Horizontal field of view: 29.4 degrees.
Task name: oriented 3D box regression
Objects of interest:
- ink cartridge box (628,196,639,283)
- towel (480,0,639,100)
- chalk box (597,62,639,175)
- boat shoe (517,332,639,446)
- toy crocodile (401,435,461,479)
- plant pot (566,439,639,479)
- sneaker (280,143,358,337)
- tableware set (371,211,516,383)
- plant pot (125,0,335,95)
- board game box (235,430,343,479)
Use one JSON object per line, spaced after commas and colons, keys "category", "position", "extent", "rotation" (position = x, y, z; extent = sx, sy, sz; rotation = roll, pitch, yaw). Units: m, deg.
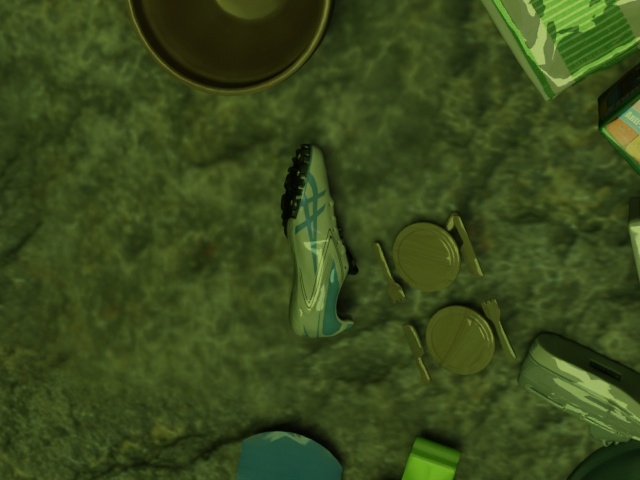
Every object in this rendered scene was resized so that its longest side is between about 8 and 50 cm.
{"category": "ink cartridge box", "position": [0.489, 0.032, 1.321], "extent": [0.273, 0.114, 0.197], "rotation": [-11, 103, 18]}
{"category": "towel", "position": [0.316, -0.327, 1.291], "extent": [0.325, 0.038, 0.248], "rotation": [-32, 97, 21]}
{"category": "chalk box", "position": [0.374, -0.119, 1.248], "extent": [0.132, 0.213, 0.132], "rotation": [-41, 94, 22]}
{"category": "boat shoe", "position": [0.339, 0.195, 1.437], "extent": [0.228, 0.079, 0.081], "rotation": [30, 119, 10]}
{"category": "toy crocodile", "position": [0.108, 0.406, 1.552], "extent": [0.115, 0.105, 0.340], "rotation": [14, 105, 10]}
{"category": "plant pot", "position": [0.410, 0.394, 1.413], "extent": [0.293, 0.196, 0.293], "rotation": [4, 108, 13]}
{"category": "sneaker", "position": [0.000, 0.000, 1.459], "extent": [0.086, 0.085, 0.237], "rotation": [-5, 104, -12]}
{"category": "tableware set", "position": [0.152, 0.066, 1.458], "extent": [0.128, 0.039, 0.194], "rotation": [-18, 96, 31]}
{"category": "plant pot", "position": [-0.091, -0.288, 1.366], "extent": [0.237, 0.110, 0.237], "rotation": [5, 109, 14]}
{"category": "board game box", "position": [-0.042, 0.313, 1.589], "extent": [0.133, 0.033, 0.168], "rotation": [13, 115, 5]}
